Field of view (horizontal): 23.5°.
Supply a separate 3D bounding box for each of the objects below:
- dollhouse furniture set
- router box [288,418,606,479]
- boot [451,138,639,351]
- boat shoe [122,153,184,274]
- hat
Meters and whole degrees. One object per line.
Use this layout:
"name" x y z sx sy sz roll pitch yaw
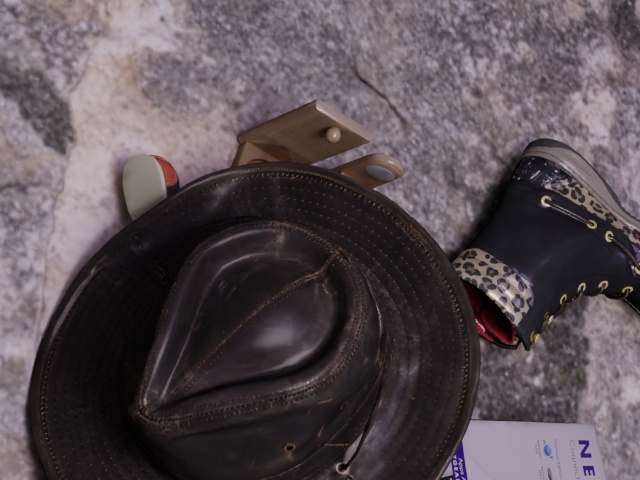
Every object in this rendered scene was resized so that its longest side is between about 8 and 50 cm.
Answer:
"dollhouse furniture set" 0.000 0.000 1.212 0.144 0.123 0.151 29 66 -25
"router box" 0.126 0.307 1.191 0.301 0.082 0.335 7 67 -44
"boot" 0.226 0.047 1.374 0.236 0.085 0.178 46 62 -10
"boat shoe" -0.124 0.002 1.182 0.043 0.049 0.137 14 69 -71
"hat" -0.051 0.083 1.060 0.331 0.134 0.331 -1 75 3
